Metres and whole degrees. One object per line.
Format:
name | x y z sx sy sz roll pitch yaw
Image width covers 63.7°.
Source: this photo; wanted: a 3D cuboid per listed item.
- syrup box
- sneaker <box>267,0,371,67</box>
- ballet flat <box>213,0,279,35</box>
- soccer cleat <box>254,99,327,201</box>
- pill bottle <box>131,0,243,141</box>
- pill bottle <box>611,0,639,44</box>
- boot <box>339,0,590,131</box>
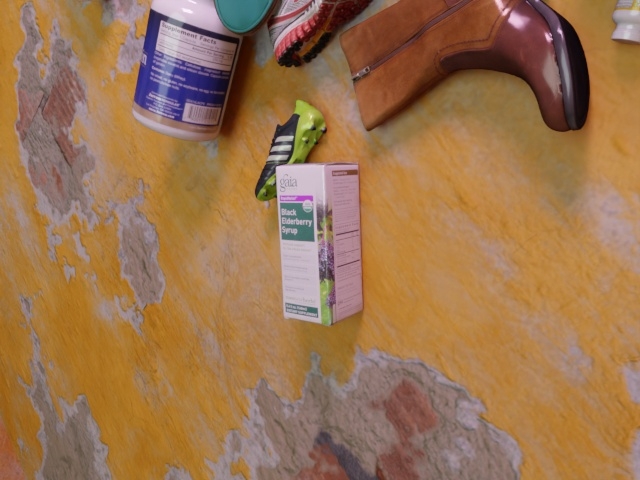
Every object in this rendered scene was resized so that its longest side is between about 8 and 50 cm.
syrup box | 0.000 0.000 0.787 0.093 0.096 0.236 4 101 37
sneaker | -0.003 -0.352 0.734 0.225 0.088 0.092 -32 78 36
ballet flat | -0.084 -0.468 0.708 0.116 0.124 0.342 9 126 0
soccer cleat | -0.057 -0.142 0.834 0.178 0.060 0.072 -53 57 24
pill bottle | -0.214 -0.313 0.858 0.153 0.153 0.264 33 115 28
pill bottle | 0.330 -0.248 0.529 0.043 0.043 0.083 24 112 32
boot | 0.156 -0.208 0.635 0.281 0.096 0.263 -23 84 38
